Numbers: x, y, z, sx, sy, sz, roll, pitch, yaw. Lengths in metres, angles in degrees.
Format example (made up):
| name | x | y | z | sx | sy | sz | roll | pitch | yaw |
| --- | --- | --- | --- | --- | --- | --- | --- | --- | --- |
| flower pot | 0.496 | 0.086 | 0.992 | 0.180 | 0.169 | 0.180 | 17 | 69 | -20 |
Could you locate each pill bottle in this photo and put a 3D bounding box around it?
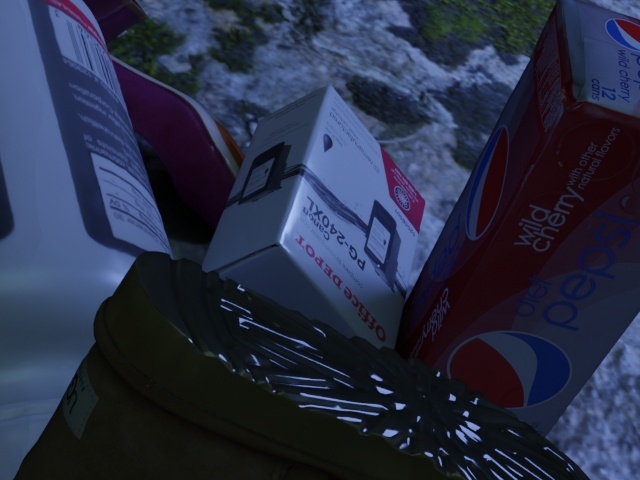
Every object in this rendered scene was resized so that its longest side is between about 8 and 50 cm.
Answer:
| name | x | y | z | sx | sy | sz | roll | pitch | yaw |
| --- | --- | --- | --- | --- | --- | --- | --- | --- | --- |
| pill bottle | -0.159 | 0.019 | 0.546 | 0.176 | 0.176 | 0.318 | -3 | 49 | -24 |

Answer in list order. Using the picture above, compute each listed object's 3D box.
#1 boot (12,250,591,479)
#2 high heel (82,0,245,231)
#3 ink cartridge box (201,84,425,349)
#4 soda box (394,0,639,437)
| name | x | y | z | sx | sy | sz | roll | pitch | yaw |
| --- | --- | --- | --- | --- | --- | --- | --- | --- | --- |
| boot | -0.043 | 0.157 | 0.415 | 0.236 | 0.269 | 0.089 | 29 | 17 | -17 |
| high heel | -0.129 | -0.065 | 0.738 | 0.117 | 0.082 | 0.244 | -36 | 82 | 3 |
| ink cartridge box | 0.000 | 0.000 | 0.675 | 0.109 | 0.063 | 0.150 | 49 | 35 | -27 |
| soda box | 0.115 | 0.010 | 0.599 | 0.092 | 0.263 | 0.083 | 15 | 45 | -6 |
